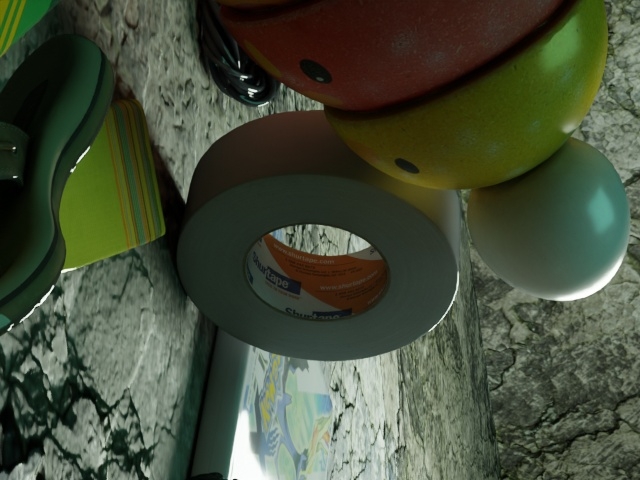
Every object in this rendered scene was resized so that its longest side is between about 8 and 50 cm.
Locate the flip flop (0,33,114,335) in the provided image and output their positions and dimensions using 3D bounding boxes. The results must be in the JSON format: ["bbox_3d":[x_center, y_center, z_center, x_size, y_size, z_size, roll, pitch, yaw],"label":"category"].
[{"bbox_3d":[-0.173,-0.026,0.828,0.080,0.112,0.277,49,33,-27],"label":"flip flop"}]

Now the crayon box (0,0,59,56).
[{"bbox_3d":[-0.204,-0.249,0.704,0.313,0.106,0.363,-69,153,-63],"label":"crayon box"}]

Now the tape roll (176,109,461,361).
[{"bbox_3d":[0.000,0.000,1.323,0.219,0.219,0.072,74,18,-46],"label":"tape roll"}]

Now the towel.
[{"bbox_3d":[-0.153,-0.038,1.102,0.237,0.021,0.102,-29,109,-76],"label":"towel"}]

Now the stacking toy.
[{"bbox_3d":[0.086,-0.154,1.160,0.480,0.351,0.350,58,22,-19],"label":"stacking toy"}]

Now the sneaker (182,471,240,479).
[{"bbox_3d":[-0.115,0.312,0.996,0.146,0.134,0.343,-7,102,-42],"label":"sneaker"}]

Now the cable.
[{"bbox_3d":[-0.066,-0.200,1.489,0.184,0.047,0.150,-72,155,-59],"label":"cable"}]

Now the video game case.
[{"bbox_3d":[-0.044,0.186,1.500,0.300,0.036,0.329,75,16,-44],"label":"video game case"}]
